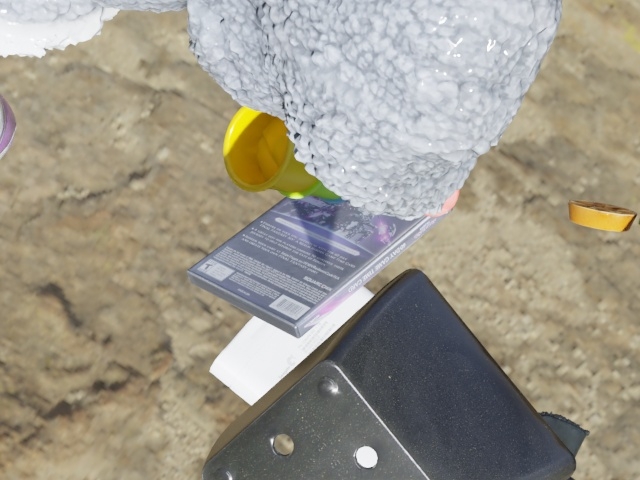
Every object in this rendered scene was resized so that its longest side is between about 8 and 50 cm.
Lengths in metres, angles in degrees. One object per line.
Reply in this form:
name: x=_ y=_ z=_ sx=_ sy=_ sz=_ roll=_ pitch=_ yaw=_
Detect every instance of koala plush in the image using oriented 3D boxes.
koala plush: x=-0.025 y=-0.122 z=0.439 sx=0.221 sy=0.196 sz=0.203 roll=25 pitch=25 yaw=-2

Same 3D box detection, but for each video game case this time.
video game case: x=0.000 y=0.000 z=1.531 sx=0.196 sy=0.026 sz=0.274 roll=24 pitch=50 yaw=41

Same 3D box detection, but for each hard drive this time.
hard drive: x=0.065 y=0.194 z=1.603 sx=0.353 sy=0.047 sz=0.233 roll=38 pitch=52 yaw=5

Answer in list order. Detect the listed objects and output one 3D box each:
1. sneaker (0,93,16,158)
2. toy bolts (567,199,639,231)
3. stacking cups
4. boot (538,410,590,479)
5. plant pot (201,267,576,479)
sneaker: x=-0.364 y=-0.045 z=0.945 sx=0.282 sy=0.161 sz=0.102 roll=-16 pitch=91 yaw=-6
toy bolts: x=0.485 y=-0.083 z=1.788 sx=0.218 sy=0.158 sz=0.228 roll=7 pitch=11 yaw=-12
stacking cups: x=0.043 y=-0.079 z=1.341 sx=0.316 sy=0.096 sz=0.096 roll=8 pitch=47 yaw=-47
boot: x=0.269 y=0.248 z=1.378 sx=0.121 sy=0.045 sz=0.099 roll=16 pitch=61 yaw=21
plant pot: x=0.032 y=0.154 z=0.853 sx=0.188 sy=0.187 sz=0.167 roll=51 pitch=20 yaw=10
